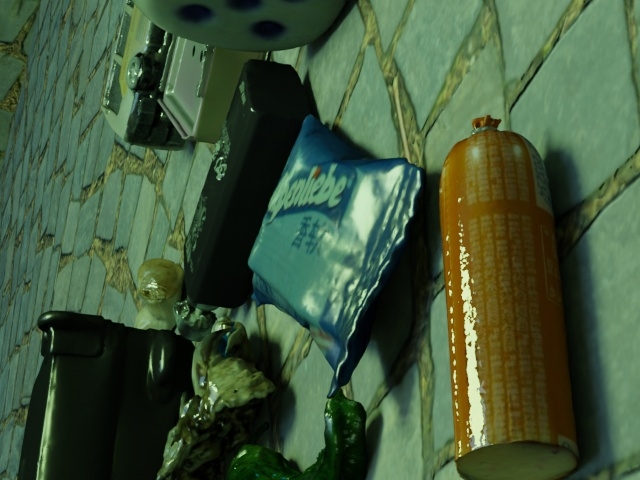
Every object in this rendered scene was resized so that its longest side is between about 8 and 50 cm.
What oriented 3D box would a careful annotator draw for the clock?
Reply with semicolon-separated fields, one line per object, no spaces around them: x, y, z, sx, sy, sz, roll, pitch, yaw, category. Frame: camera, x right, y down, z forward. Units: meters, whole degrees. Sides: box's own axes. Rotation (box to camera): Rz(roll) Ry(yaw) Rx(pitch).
-0.119;-0.193;1.676;0.192;0.071;0.147;-130;52;-66;clock

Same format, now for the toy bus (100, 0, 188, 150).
-0.180;-0.286;1.822;0.138;0.097;0.343;39;118;55;toy bus

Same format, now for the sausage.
0.107;0.025;0.892;0.071;0.071;0.234;127;148;-54;sausage

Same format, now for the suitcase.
-0.256;0.279;1.660;0.339;0.188;0.345;127;148;-60;suitcase

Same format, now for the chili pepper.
-0.033;0.193;1.239;0.279;0.065;0.122;-23;46;66;chili pepper

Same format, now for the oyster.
-0.104;0.163;1.440;0.223;0.083;0.214;-77;13;-62;oyster

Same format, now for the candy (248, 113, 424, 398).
0.000;0.000;1.226;0.331;0.077;0.187;-148;76;-70;candy

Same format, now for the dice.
-0.069;-0.297;1.390;0.192;0.194;0.193;131;146;-60;dice

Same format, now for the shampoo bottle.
-0.085;-0.023;1.496;0.098;0.071;0.309;-108;30;-49;shampoo bottle

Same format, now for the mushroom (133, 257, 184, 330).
-0.205;0.106;1.820;0.059;0.054;0.202;-103;24;-46;mushroom
